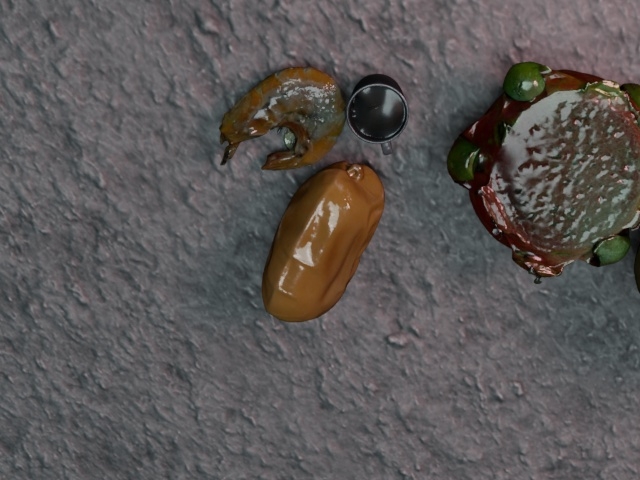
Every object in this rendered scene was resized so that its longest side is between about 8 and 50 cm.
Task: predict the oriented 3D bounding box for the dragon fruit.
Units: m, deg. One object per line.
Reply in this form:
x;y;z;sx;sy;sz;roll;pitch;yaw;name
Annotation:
0.301;-0.098;1.166;0.268;0.130;0.295;-18;111;11;dragon fruit

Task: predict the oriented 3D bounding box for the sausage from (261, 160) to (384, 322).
0.001;0.000;1.232;0.120;0.136;0.241;25;109;0;sausage

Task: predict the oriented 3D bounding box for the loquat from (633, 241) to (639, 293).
0.545;0.029;1.140;0.283;0.276;0.276;28;113;6;loquat

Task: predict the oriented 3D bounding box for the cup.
0.076;-0.161;1.182;0.078;0.077;0.100;-10;112;8;cup

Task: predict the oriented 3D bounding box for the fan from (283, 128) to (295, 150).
-0.027;-0.148;1.235;0.060;0.003;0.080;-33;107;17;fan

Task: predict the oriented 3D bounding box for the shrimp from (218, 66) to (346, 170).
-0.052;-0.147;1.207;0.187;0.052;0.132;-27;104;16;shrimp
